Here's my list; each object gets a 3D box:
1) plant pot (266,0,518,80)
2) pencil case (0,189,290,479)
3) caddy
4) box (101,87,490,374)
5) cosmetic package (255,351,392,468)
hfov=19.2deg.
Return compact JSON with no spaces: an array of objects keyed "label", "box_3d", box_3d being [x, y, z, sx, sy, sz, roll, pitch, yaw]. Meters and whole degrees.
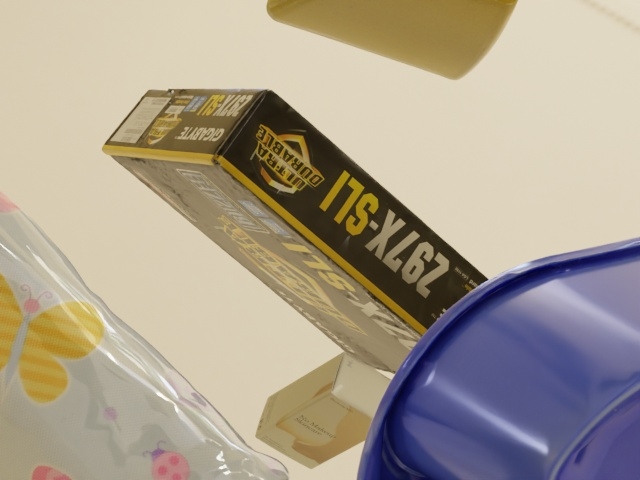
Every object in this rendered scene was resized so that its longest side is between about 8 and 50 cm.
[{"label":"plant pot","box_3d":[0.098,-0.287,1.742,0.212,0.187,0.212,17,-97,-17]},{"label":"pencil case","box_3d":[-0.138,0.065,0.877,0.273,0.124,0.113,44,-113,12]},{"label":"caddy","box_3d":[0.186,0.121,0.989,0.341,0.241,0.179,-11,-158,-23]},{"label":"box","box_3d":[0.000,0.000,1.548,0.079,0.322,0.257,-55,-156,-13]},{"label":"cosmetic package","box_3d":[0.005,0.134,1.475,0.115,0.060,0.041,-37,-152,50]}]
